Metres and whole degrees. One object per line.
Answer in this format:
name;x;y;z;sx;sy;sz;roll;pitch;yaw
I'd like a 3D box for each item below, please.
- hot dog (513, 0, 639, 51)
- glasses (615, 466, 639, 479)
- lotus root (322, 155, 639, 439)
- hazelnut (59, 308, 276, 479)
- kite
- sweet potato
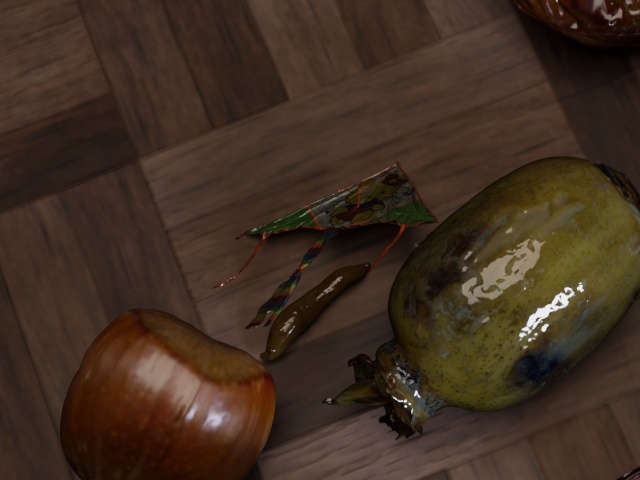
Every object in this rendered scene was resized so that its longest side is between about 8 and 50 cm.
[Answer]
hot dog;0.253;-0.346;1.564;0.267;0.174;0.387;1;70;8
glasses;0.322;0.203;1.397;0.255;0.095;0.162;-28;78;-3
lotus root;0.125;0.051;1.439;0.278;0.154;0.154;-38;71;-4
hazelnut;-0.115;0.130;1.440;0.150;0.150;0.150;-2;69;5
kite;0.000;0.000;1.483;0.198;0.006;0.244;-6;27;35
sweet potato;-0.006;0.050;1.520;0.115;0.026;0.026;-42;71;-10
